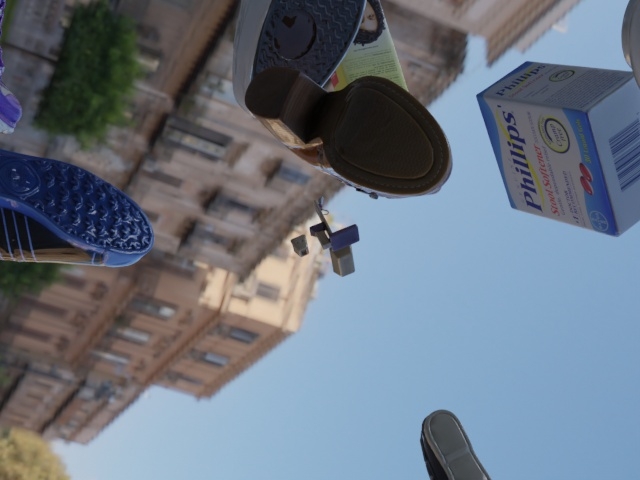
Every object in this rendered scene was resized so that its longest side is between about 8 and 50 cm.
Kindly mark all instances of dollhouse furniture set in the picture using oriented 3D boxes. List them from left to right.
[{"bbox_3d":[0.000,0.000,1.527,0.114,0.091,0.081,78,-13,-54],"label":"dollhouse furniture set"}]

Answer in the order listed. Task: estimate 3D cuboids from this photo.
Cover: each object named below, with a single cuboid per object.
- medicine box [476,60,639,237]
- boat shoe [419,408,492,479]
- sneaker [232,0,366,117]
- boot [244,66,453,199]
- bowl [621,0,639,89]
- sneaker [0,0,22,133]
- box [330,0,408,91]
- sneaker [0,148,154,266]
[{"bbox_3d":[0.464,-0.175,2.032,0.149,0.264,0.289,-34,-152,-23],"label":"medicine box"},{"bbox_3d":[0.190,0.334,1.496,0.065,0.075,0.206,119,-47,-64],"label":"boat shoe"},{"bbox_3d":[-0.023,-0.251,0.960,0.123,0.106,0.290,26,-81,46],"label":"sneaker"},{"bbox_3d":[0.051,-0.062,0.810,0.197,0.152,0.073,33,-90,42],"label":"boot"},{"bbox_3d":[0.552,-0.320,1.667,0.134,0.298,0.298,16,-93,43],"label":"bowl"},{"bbox_3d":[-0.234,-0.144,0.740,0.068,0.071,0.170,38,-26,37],"label":"sneaker"},{"bbox_3d":[0.053,-0.243,1.454,0.058,0.087,0.232,149,-76,-71],"label":"box"},{"bbox_3d":[-0.259,-0.020,0.918,0.090,0.232,0.081,-46,-147,42],"label":"sneaker"}]
